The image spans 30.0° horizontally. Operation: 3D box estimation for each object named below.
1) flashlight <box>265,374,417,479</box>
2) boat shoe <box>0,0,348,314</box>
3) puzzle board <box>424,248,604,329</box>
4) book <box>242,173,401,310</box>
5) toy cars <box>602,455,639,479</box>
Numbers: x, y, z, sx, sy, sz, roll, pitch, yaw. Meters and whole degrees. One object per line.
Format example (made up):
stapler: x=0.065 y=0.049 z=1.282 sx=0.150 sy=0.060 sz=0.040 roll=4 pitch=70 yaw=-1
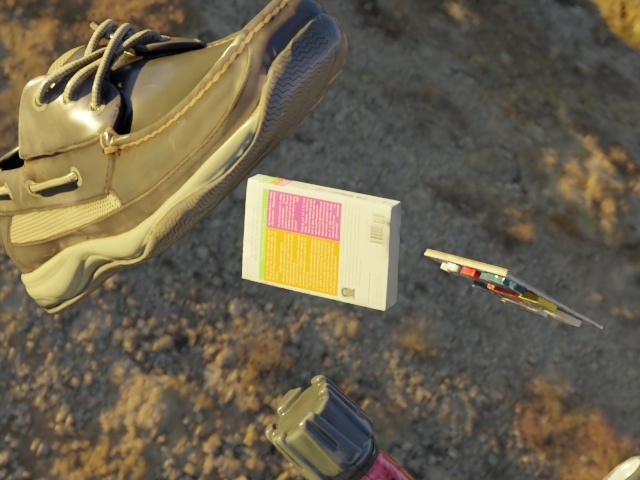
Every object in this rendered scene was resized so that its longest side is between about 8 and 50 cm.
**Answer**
flashlight: x=0.086 y=0.249 z=1.046 sx=0.304 sy=0.103 sz=0.103 roll=45 pitch=37 yaw=-13
boat shoe: x=-0.125 y=-0.061 z=0.734 sx=0.130 sy=0.355 sz=0.132 roll=48 pitch=48 yaw=-10
puzzle board: x=0.145 y=0.039 z=0.916 sx=0.096 sy=0.011 sz=0.128 roll=29 pitch=-4 yaw=-22
book: x=0.000 y=0.000 z=1.057 sx=0.144 sy=0.096 sz=0.035 roll=13 pitch=24 yaw=27
toy cars: x=0.254 y=0.193 z=0.585 sx=0.394 sy=0.176 sz=0.087 roll=1 pitch=1 yaw=4
